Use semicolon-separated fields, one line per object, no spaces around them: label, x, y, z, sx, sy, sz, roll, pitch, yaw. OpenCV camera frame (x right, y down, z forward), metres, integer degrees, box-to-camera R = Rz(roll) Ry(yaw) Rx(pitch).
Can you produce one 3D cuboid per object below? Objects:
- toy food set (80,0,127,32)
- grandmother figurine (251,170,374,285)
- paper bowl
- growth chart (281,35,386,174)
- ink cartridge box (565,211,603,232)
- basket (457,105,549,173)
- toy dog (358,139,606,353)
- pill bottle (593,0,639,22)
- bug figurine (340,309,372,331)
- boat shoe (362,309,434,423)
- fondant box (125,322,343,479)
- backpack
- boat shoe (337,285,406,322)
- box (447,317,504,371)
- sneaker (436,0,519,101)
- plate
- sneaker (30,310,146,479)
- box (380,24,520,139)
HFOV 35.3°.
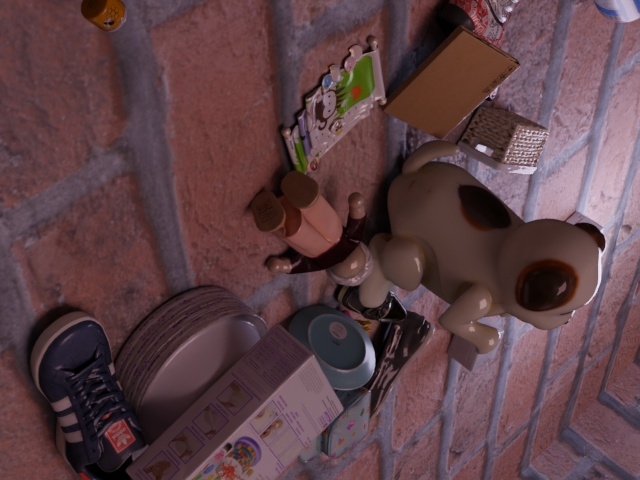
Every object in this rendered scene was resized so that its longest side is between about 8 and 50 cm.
toy food set;-0.185;-0.336;1.148;0.232;0.111;0.104;-58;149;3
grandmother figurine;0.000;0.000;1.760;0.208;0.104;0.342;-27;151;15
paper bowl;-0.199;0.230;1.686;0.284;0.148;0.284;-34;146;-27
growth chart;0.025;-0.213;1.652;0.237;0.021;0.172;-46;148;-12
ink cartridge box;0.676;0.053;2.738;0.160;0.093;0.219;-39;147;-23
basket;0.376;-0.205;2.049;0.167;0.113;0.103;0;117;-53
toy dog;0.331;0.017;1.902;0.285;0.408;0.395;-28;133;-49
pill bottle;0.580;-0.527;1.977;0.124;0.124;0.221;-55;150;5
bug figurine;-0.006;0.245;2.034;0.279;0.072;0.216;-9;123;-44
boat shoe;0.129;0.297;2.273;0.335;0.096;0.112;-56;-175;13
fondant box;-0.128;0.320;1.636;0.330;0.096;0.238;-44;149;-14
backpack;0.003;0.337;1.935;0.188;0.144;0.165;-26;137;-31
boat shoe;0.115;0.126;2.071;0.080;0.073;0.223;-57;150;7
box;0.397;0.261;2.580;0.101;0.087;0.102;-22;139;-41
sneaker;0.306;-0.368;1.803;0.145;0.090;0.270;-47;147;-4
plate;0.027;0.198;1.919;0.188;0.188;0.024;-21;157;-42
sneaker;-0.334;0.255;1.524;0.131;0.148;0.350;-34;145;-28
box;0.227;-0.272;1.758;0.164;0.021;0.201;19;128;-41
